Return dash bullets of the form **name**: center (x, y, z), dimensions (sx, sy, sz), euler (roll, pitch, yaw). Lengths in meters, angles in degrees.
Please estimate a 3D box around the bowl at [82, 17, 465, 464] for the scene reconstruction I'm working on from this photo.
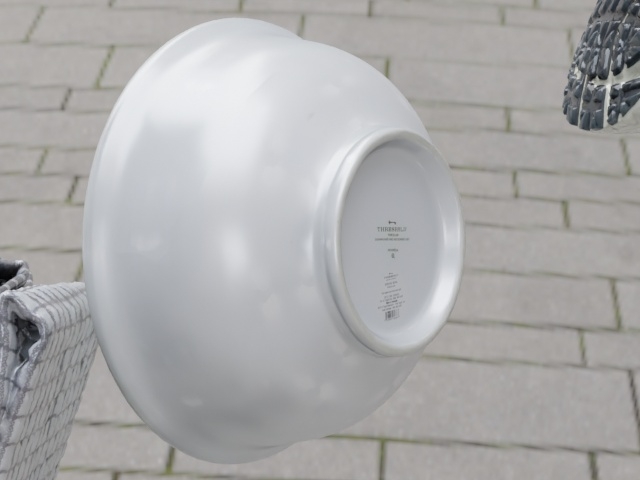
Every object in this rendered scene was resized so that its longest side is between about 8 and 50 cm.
- **bowl**: center (0.000, 0.000, 0.942), dimensions (0.134, 0.297, 0.298), euler (0, 26, 39)

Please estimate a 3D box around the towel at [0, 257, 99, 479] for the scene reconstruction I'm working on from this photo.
- **towel**: center (-0.242, 0.146, 0.922), dimensions (0.121, 0.283, 0.235), euler (19, 4, 0)

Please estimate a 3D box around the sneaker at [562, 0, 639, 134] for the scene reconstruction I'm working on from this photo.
- **sneaker**: center (0.253, -0.099, 0.933), dimensions (0.122, 0.110, 0.283), euler (18, 6, -19)
